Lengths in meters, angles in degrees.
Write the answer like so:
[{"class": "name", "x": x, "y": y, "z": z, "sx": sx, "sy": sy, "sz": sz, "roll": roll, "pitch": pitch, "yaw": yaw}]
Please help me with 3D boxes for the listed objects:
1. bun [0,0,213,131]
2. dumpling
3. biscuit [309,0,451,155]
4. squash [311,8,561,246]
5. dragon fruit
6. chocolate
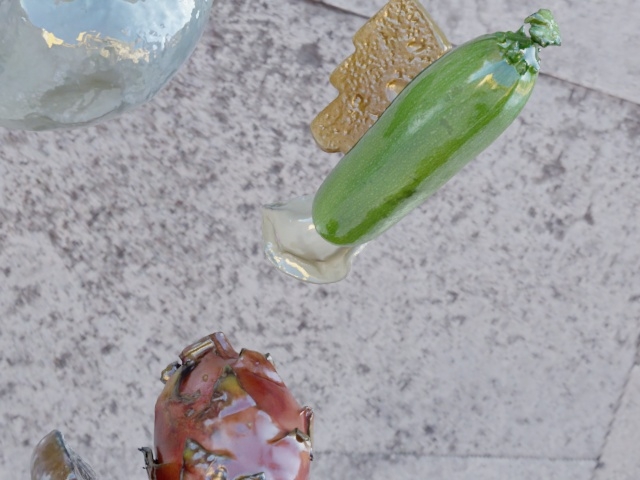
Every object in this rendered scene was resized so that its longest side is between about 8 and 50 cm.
[{"class": "bun", "x": -0.278, "y": -0.282, "z": 1.083, "sx": 0.354, "sy": 0.354, "sz": 0.194, "roll": -42, "pitch": 146, "yaw": -8}, {"class": "dumpling", "x": 0.002, "y": 0.000, "z": 1.437, "sx": 0.169, "sy": 0.100, "sz": 0.134, "roll": -9, "pitch": 99, "yaw": -4}, {"class": "biscuit", "x": 0.093, "y": -0.184, "z": 1.234, "sx": 0.041, "sy": 0.212, "sz": 0.239, "roll": -12, "pitch": 111, "yaw": -64}, {"class": "squash", "x": 0.099, "y": -0.098, "z": 0.998, "sx": 0.101, "sy": 0.101, "sz": 0.378, "roll": 9, "pitch": 148, "yaw": -33}, {"class": "dragon fruit", "x": -0.128, "y": 0.293, "z": 1.427, "sx": 0.250, "sy": 0.315, "sz": 0.250, "roll": -33, "pitch": 149, "yaw": -23}, {"class": "chocolate", "x": -0.323, "y": 0.365, "z": 1.314, "sx": 0.080, "sy": 0.157, "sz": 0.254, "roll": -24, "pitch": 149, "yaw": -11}]
